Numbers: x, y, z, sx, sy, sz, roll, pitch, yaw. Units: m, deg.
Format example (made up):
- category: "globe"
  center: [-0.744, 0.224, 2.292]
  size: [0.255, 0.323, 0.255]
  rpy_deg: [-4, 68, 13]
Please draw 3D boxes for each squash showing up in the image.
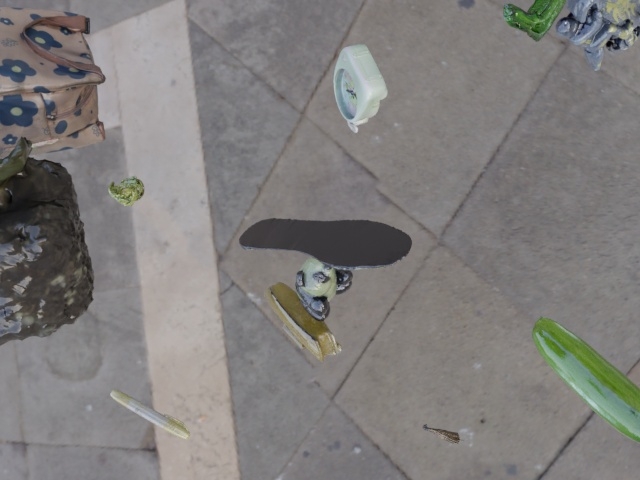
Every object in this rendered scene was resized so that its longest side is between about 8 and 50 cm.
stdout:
- category: "squash"
  center: [0.484, 0.246, 1.238]
  size: [0.292, 0.082, 0.082]
  rpy_deg: [48, 117, 40]

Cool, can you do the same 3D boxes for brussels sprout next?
- category: "brussels sprout"
  center: [-0.456, -0.117, 1.669]
  size: [0.085, 0.058, 0.085]
  rpy_deg: [-2, 61, 4]

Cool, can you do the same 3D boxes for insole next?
- category: "insole"
  center: [0.000, 0.000, 1.143]
  size: [0.348, 0.119, 0.009]
  rpy_deg: [6, 131, 39]

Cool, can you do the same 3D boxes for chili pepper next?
- category: "chili pepper"
  center: [0.242, -0.254, 0.792]
  size: [0.035, 0.118, 0.055]
  rpy_deg: [10, 126, 51]

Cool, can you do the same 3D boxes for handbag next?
- category: "handbag"
  center: [-0.469, -0.267, 1.183]
  size: [0.190, 0.193, 0.251]
  rpy_deg: [100, 153, -44]

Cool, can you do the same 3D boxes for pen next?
- category: "pen"
  center: [-0.439, 0.449, 1.829]
  size: [0.233, 0.032, 0.040]
  rpy_deg: [32, 72, -5]

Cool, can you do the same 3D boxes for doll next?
- category: "doll"
  center: [-0.003, 0.115, 1.832]
  size: [0.135, 0.234, 0.143]
  rpy_deg: [36, 78, 7]

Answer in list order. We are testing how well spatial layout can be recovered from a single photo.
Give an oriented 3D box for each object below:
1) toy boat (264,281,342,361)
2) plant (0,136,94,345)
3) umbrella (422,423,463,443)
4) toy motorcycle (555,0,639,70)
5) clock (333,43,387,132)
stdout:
- category: "toy boat"
  center: [-0.061, 0.232, 2.020]
  size: [0.321, 0.089, 0.121]
  rpy_deg: [41, 149, 39]
- category: "plant"
  center: [-0.432, -0.030, 0.927]
  size: [0.213, 0.215, 0.312]
  rpy_deg: [-122, 20, -54]
- category: "umbrella"
  center: [0.223, 0.352, 1.275]
  size: [0.083, 0.031, 0.020]
  rpy_deg: [27, 108, -11]
- category: "toy motorcycle"
  center: [0.377, -0.302, 0.948]
  size: [0.124, 0.193, 0.061]
  rpy_deg: [-30, 57, 8]
- category: "clock"
  center: [0.084, -0.344, 1.628]
  size: [0.191, 0.062, 0.151]
  rpy_deg: [115, 135, -63]
